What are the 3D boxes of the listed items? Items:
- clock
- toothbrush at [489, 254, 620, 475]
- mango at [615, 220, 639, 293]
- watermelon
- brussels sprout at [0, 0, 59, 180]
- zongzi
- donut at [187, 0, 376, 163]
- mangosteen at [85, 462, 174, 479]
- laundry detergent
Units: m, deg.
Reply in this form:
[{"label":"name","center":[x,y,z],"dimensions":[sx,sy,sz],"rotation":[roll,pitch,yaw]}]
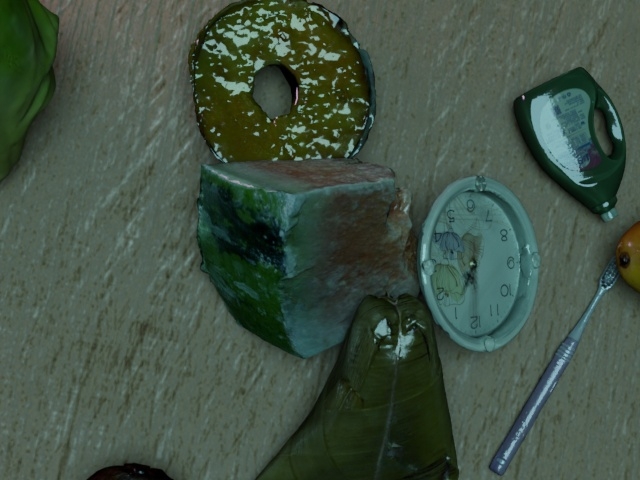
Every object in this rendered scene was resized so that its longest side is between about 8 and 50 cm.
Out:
[{"label":"clock","center":[0.204,0.031,1.735],"dimensions":[0.236,0.053,0.236],"rotation":[2,88,-42]},{"label":"toothbrush","center":[0.330,0.167,1.779],"dimensions":[0.024,0.029,0.354],"rotation":[30,83,15]},{"label":"mango","center":[0.519,0.041,1.766],"dimensions":[0.253,0.113,0.138],"rotation":[23,60,-14]},{"label":"watermelon","center":[-0.003,0.009,1.648],"dimensions":[0.302,0.151,0.264],"rotation":[-11,125,-6]},{"label":"brussels sprout","center":[-0.540,-0.262,1.578],"dimensions":[0.425,0.361,0.342],"rotation":[30,80,-1]},{"label":"zongzi","center":[0.013,0.214,1.659],"dimensions":[0.300,0.145,0.273],"rotation":[-11,116,3]},{"label":"donut","center":[-0.058,-0.193,1.749],"dimensions":[0.272,0.107,0.272],"rotation":[1,80,-8]},{"label":"mangosteen","center":[-0.249,0.373,1.641],"dimensions":[0.172,0.172,0.184],"rotation":[35,83,-1]},{"label":"laundry detergent","center":[0.366,-0.128,1.796],"dimensions":[0.137,0.063,0.211],"rotation":[-27,87,-14]}]
